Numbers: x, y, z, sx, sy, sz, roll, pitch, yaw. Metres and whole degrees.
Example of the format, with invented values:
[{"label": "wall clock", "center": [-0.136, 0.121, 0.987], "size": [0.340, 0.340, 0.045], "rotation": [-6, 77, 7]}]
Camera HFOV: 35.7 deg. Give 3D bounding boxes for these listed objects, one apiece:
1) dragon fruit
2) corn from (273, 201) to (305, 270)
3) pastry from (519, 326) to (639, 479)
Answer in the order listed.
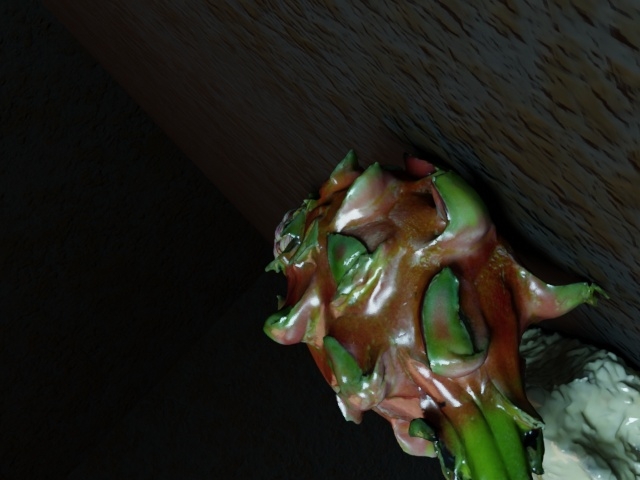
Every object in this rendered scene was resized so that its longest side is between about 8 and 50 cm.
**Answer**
[{"label": "dragon fruit", "center": [0.063, 0.045, 0.510], "size": [0.135, 0.137, 0.236], "rotation": [27, -169, -44]}, {"label": "corn", "center": [0.000, 0.000, 1.058], "size": [0.092, 0.092, 0.280], "rotation": [44, 174, -3]}, {"label": "pastry", "center": [0.154, 0.113, 0.640], "size": [0.121, 0.089, 0.258], "rotation": [47, 175, 5]}]
